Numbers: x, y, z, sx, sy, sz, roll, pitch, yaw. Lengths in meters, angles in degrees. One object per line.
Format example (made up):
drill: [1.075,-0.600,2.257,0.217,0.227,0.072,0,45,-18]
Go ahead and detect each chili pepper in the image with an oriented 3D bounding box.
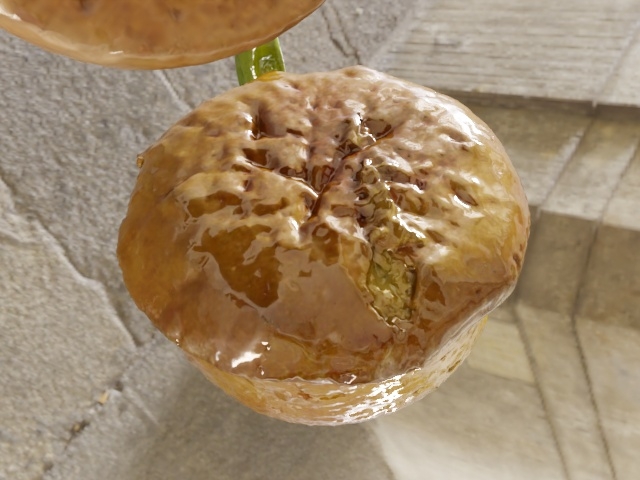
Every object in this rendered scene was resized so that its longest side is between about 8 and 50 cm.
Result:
chili pepper: [-0.052,-0.140,0.875,0.050,0.051,0.202,-49,144,-39]

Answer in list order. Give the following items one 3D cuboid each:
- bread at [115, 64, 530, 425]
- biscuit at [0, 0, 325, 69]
bread: [0.005,0.002,0.717,0.312,0.312,0.172,-50,154,-31]
biscuit: [-0.132,-0.305,0.458,0.349,0.078,0.456,-32,110,-21]
